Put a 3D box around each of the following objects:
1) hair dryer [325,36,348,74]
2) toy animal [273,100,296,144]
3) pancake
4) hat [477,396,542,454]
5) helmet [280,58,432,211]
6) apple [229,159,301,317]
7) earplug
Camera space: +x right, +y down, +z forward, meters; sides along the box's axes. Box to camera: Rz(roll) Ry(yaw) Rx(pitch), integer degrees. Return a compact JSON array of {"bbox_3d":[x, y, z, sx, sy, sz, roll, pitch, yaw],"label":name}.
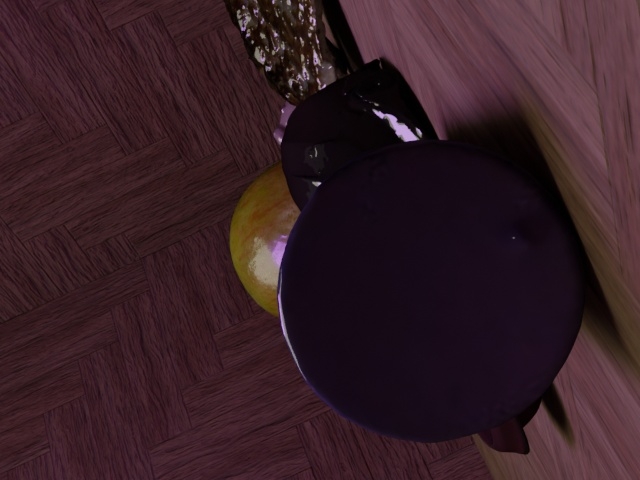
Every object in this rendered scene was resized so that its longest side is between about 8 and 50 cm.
[{"bbox_3d":[0.034,-0.263,1.940,0.229,0.092,0.267,59,-167,5],"label":"hair dryer"},{"bbox_3d":[0.036,-0.166,1.787,0.212,0.124,0.124,26,159,28],"label":"toy animal"},{"bbox_3d":[-0.069,-0.366,1.713,0.427,0.067,0.305,48,150,44],"label":"pancake"},{"bbox_3d":[0.204,0.155,1.305,0.205,0.089,0.205,64,175,10],"label":"hat"},{"bbox_3d":[0.048,-0.082,1.355,0.305,0.177,0.225,-111,-2,-68],"label":"helmet"},{"bbox_3d":[0.000,0.000,2.051,0.339,0.339,0.339,-25,-90,-90],"label":"apple"},{"bbox_3d":[0.076,0.008,0.987,0.456,0.215,0.215,-91,-24,-82],"label":"earplug"}]
